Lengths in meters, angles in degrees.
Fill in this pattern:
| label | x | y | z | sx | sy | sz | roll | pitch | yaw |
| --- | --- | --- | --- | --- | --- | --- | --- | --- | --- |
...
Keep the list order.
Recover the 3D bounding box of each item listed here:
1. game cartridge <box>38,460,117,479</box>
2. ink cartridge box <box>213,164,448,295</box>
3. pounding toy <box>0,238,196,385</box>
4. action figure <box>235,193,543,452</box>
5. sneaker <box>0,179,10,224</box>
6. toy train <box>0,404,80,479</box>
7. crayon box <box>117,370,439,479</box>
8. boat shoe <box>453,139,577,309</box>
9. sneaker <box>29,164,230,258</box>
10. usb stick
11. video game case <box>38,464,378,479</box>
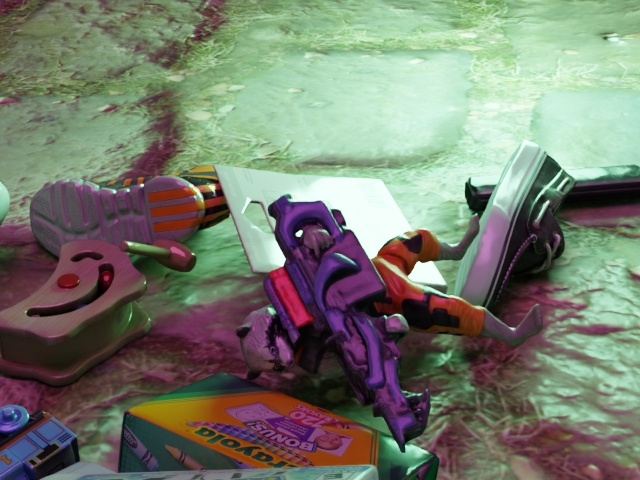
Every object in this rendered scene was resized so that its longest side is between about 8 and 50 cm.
| label | x | y | z | sx | sy | sz | roll | pitch | yaw |
| --- | --- | --- | --- | --- | --- | --- | --- | --- | --- |
| game cartridge | -0.187 | 0.300 | 0.997 | 0.297 | 0.062 | 0.198 | 16 | 14 | 28 |
| ink cartridge box | 0.000 | 0.000 | 1.447 | 0.261 | 0.066 | 0.296 | 4 | 29 | -18 |
| pounding toy | -0.302 | 0.048 | 1.370 | 0.154 | 0.155 | 0.269 | 24 | 40 | 31 |
| action figure | 0.070 | 0.106 | 1.199 | 0.330 | 0.179 | 0.341 | -9 | 51 | -13 |
| sneaker | -0.485 | 0.087 | 1.358 | 0.257 | 0.169 | 0.447 | 20 | 45 | 18 |
| toy train | -0.344 | 0.246 | 1.129 | 0.105 | 0.080 | 0.184 | 27 | 42 | 31 |
| crayon box | -0.044 | 0.228 | 1.081 | 0.278 | 0.081 | 0.165 | 17 | 17 | 29 |
| boat shoe | 0.276 | -0.015 | 1.455 | 0.119 | 0.121 | 0.335 | 28 | 49 | 5 |
| sneaker | -0.257 | -0.040 | 1.567 | 0.321 | 0.125 | 0.180 | 0 | 9 | 28 |
| usb stick | 0.355 | -0.080 | 1.627 | 0.278 | 0.045 | 0.077 | -5 | 25 | -3 |
| video game case | -0.147 | 0.227 | 0.845 | 0.329 | 0.036 | 0.300 | -5 | 0 | 17 |
